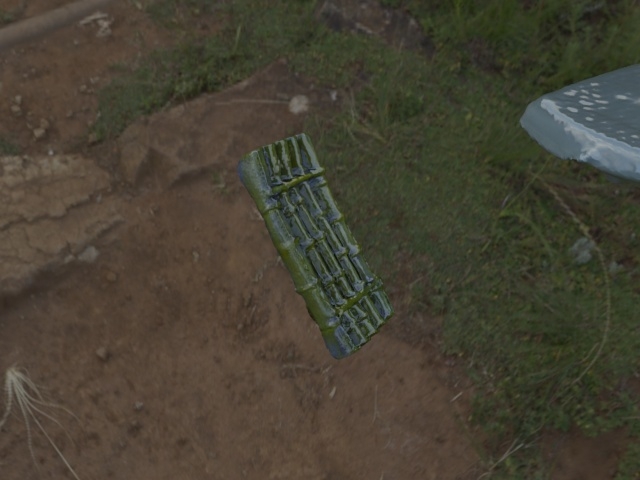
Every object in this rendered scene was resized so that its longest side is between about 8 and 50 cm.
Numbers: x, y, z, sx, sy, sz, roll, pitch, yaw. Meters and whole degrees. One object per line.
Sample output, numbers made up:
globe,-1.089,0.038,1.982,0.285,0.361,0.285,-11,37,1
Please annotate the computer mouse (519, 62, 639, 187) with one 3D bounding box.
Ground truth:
computer mouse,0.235,-0.065,0.511,0.231,0.079,0.128,-16,35,-34

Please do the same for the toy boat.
toy boat,0.000,0.000,0.407,0.115,0.016,0.063,63,32,-4
